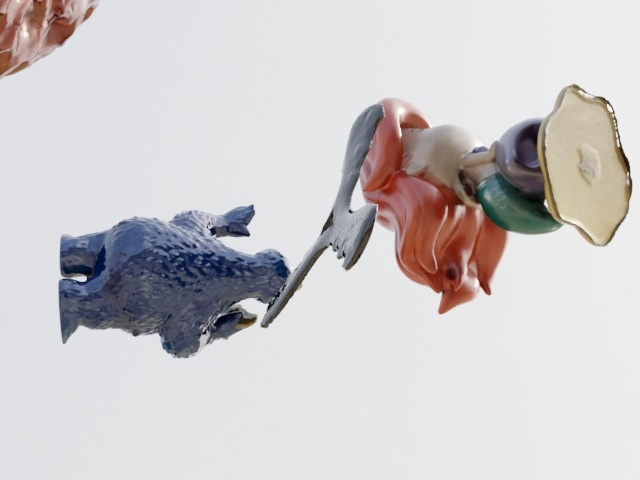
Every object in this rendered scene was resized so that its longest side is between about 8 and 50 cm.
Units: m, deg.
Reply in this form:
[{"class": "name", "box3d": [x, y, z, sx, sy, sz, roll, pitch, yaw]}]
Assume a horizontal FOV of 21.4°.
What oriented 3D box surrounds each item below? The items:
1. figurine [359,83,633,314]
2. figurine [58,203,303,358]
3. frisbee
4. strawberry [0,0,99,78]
[{"class": "figurine", "box3d": [0.149, -0.046, 1.650, 0.257, 0.181, 0.208, -7, -71, 38]}, {"class": "figurine", "box3d": [-0.146, 0.036, 1.743, 0.262, 0.164, 0.120, -12, -22, -17]}, {"class": "frisbee", "box3d": [0.000, 0.000, 1.334, 0.012, 0.211, 0.187, 27, -65, -14]}, {"class": "strawberry", "box3d": [-0.216, -0.117, 0.855, 0.336, 0.149, 0.265, -28, -1, -44]}]
